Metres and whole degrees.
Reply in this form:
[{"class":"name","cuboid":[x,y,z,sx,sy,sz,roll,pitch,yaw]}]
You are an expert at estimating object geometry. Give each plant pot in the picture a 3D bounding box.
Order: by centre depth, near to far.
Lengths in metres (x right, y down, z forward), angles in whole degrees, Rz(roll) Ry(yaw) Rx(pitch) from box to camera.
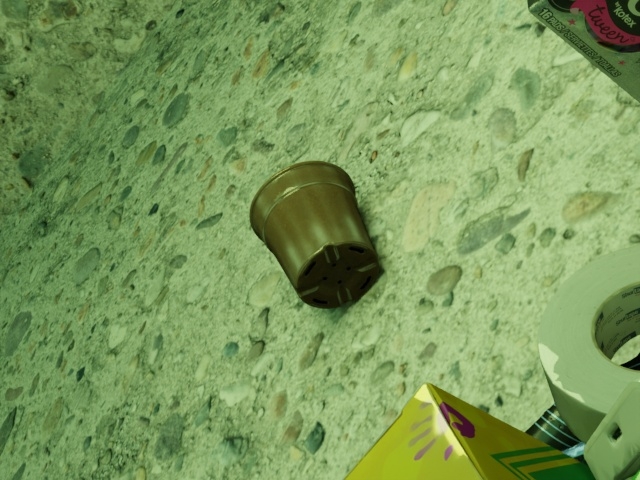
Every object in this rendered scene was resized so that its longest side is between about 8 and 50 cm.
[{"class":"plant pot","cuboid":[0.000,0.000,1.566,0.167,0.167,0.165,-47,42,20]}]

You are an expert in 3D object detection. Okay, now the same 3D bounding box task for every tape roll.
[{"class":"tape roll","cuboid":[0.318,0.101,1.015,0.219,0.072,0.219,-16,38,13]}]

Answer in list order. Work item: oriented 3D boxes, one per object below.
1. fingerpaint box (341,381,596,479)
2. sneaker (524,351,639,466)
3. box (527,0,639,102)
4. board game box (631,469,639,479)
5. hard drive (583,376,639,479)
[{"class":"fingerpaint box","cuboid":[0.099,0.385,0.899,0.445,0.371,0.163,-50,33,14]},{"class":"sneaker","cuboid":[0.264,0.191,1.107,0.232,0.081,0.090,-32,38,26]},{"class":"box","cuboid":[0.352,-0.276,1.194,0.142,0.247,0.163,-34,40,37]},{"class":"board game box","cuboid":[0.343,0.203,0.751,0.242,0.316,0.064,-54,34,10]},{"class":"hard drive","cuboid":[0.357,0.088,0.815,0.307,0.203,0.040,-23,66,-8]}]
